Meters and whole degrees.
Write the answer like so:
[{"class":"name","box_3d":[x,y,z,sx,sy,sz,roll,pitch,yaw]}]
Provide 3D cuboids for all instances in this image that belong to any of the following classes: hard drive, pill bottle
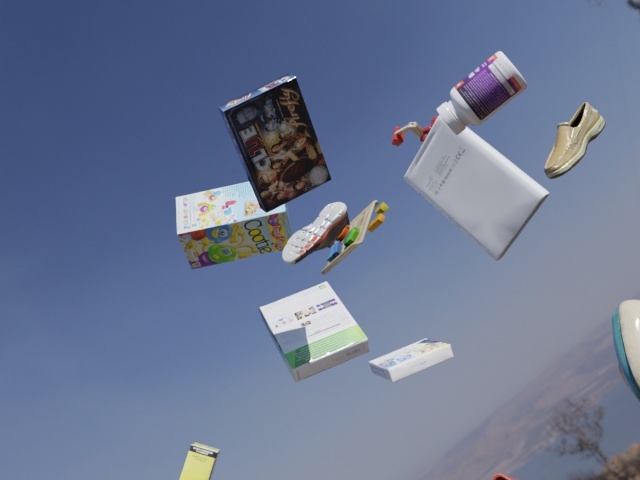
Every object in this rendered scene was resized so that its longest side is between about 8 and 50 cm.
[{"class":"hard drive","box_3d":[0.405,-0.146,1.920,0.047,0.353,0.233,-20,-33,-46]},{"class":"pill bottle","box_3d":[0.368,-0.335,1.661,0.193,0.108,0.108,-38,-17,17]}]

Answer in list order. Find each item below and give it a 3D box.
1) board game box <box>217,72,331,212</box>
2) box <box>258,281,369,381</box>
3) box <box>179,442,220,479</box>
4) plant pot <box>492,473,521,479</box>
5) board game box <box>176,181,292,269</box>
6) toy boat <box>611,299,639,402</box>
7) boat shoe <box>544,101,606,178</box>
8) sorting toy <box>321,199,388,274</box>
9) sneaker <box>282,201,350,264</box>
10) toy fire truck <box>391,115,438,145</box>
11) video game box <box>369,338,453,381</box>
[{"class":"board game box","box_3d":[-0.090,-0.198,1.487,0.165,0.042,0.243,-28,-58,-11]},{"class":"box","box_3d":[-0.025,0.259,2.107,0.232,0.322,0.058,-20,-58,-11]},{"class":"box","box_3d":[-0.259,0.516,1.399,0.087,0.058,0.232,109,179,-75]},{"class":"plant pot","box_3d":[0.553,0.752,1.756,0.235,0.267,0.267,19,-89,-44]},{"class":"board game box","box_3d":[-0.219,-0.046,1.857,0.275,0.144,0.142,-12,-43,0]},{"class":"toy boat","box_3d":[0.768,0.291,1.640,0.318,0.267,0.148,26,-40,-32]},{"class":"boat shoe","box_3d":[0.488,-0.201,1.420,0.190,0.072,0.068,-48,18,-27]},{"class":"sorting toy","box_3d":[0.114,-0.038,2.284,0.307,0.041,0.229,-43,14,44]},{"class":"sneaker","box_3d":[0.000,0.000,1.339,0.158,0.061,0.065,-42,-49,-12]},{"class":"toy fire truck","box_3d":[0.310,-0.334,2.214,0.192,0.135,0.047,134,150,-69]},{"class":"video game box","box_3d":[0.270,0.357,2.158,0.205,0.048,0.187,-20,0,-13]}]
